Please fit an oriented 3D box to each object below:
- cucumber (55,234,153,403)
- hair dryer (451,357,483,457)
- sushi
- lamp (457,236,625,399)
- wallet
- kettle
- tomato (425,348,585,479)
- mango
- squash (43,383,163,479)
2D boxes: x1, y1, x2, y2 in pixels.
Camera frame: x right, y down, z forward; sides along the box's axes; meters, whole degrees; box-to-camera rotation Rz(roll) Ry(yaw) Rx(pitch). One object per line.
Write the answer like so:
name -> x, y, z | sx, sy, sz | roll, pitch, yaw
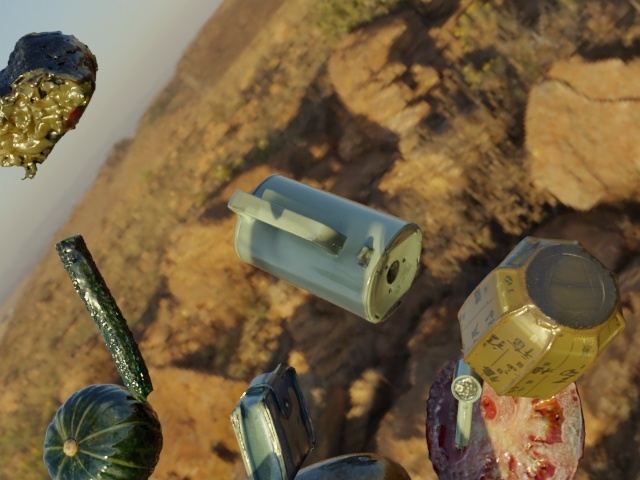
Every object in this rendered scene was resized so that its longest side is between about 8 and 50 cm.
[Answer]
cucumber -> -0.295, 0.110, 1.500 | 0.043, 0.256, 0.044 | -27, 3, -27
hair dryer -> 0.175, 0.210, 1.314 | 0.063, 0.038, 0.124 | -51, -33, -71
sushi -> -0.404, -0.194, 1.483 | 0.212, 0.147, 0.115 | -35, 38, 31
lamp -> 0.243, 0.089, 1.203 | 0.161, 0.161, 0.185 | -58, -6, -31
wallet -> -0.061, 0.248, 1.419 | 0.059, 0.141, 0.202 | -14, 4, 11
kettle -> -0.001, 0.013, 2.059 | 0.265, 0.318, 0.205 | -24, -47, -53
tomato -> 0.248, 0.240, 1.389 | 0.225, 0.225, 0.085 | -48, -31, 12
mango -> 0.001, 0.435, 1.684 | 0.316, 0.146, 0.193 | -22, 19, -20
squash -> -0.376, 0.353, 1.866 | 0.218, 0.218, 0.172 | -47, -14, 18
